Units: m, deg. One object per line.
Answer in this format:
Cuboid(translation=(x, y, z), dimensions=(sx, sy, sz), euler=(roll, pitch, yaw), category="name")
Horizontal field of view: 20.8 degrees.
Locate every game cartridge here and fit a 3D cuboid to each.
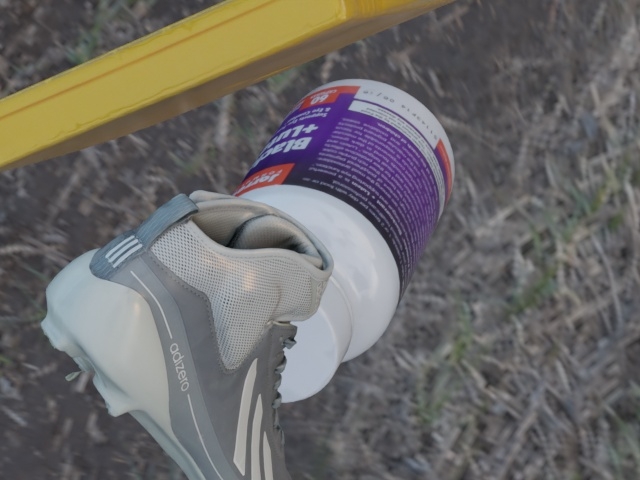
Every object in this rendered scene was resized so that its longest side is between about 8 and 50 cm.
Cuboid(translation=(-0.065, -0.127, 1.166), dimensions=(0.285, 0.323, 0.053), euler=(-21, 93, 20), category="game cartridge")

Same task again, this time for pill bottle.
Cuboid(translation=(0.000, 0.000, 0.944), dimensions=(0.108, 0.193, 0.108), euler=(9, 124, 14), category="pill bottle")

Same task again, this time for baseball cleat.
Cuboid(translation=(-0.029, 0.053, 0.698), dimensions=(0.109, 0.206, 0.072), euler=(-37, 58, -2), category="baseball cleat")
